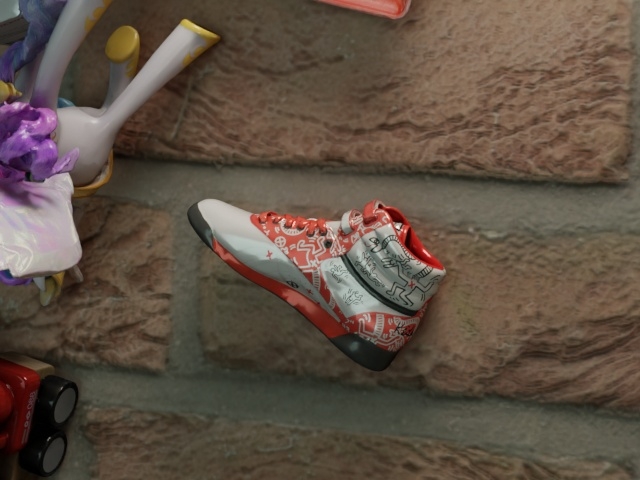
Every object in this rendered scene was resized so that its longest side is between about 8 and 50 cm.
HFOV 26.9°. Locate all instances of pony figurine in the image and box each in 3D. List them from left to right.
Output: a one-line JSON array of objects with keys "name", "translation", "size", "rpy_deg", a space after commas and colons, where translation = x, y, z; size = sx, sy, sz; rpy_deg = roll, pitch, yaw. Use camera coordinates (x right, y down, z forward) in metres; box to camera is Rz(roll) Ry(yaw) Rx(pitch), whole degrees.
[{"name": "pony figurine", "translation": [-0.296, -0.099, 1.370], "size": [0.302, 0.351, 0.363], "rpy_deg": [33, 100, 28]}]

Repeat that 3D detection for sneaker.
[{"name": "sneaker", "translation": [0.001, 0.000, 1.389], "size": [0.270, 0.090, 0.145], "rpy_deg": [37, 105, 11]}]

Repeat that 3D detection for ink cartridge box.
[{"name": "ink cartridge box", "translation": [-0.333, -0.256, 1.472], "size": [0.099, 0.135, 0.056], "rpy_deg": [-14, 88, 21]}]

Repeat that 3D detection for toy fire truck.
[{"name": "toy fire truck", "translation": [-0.377, 0.252, 1.466], "size": [0.158, 0.246, 0.217], "rpy_deg": [18, 100, 20]}]

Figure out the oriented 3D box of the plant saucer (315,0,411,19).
[{"name": "plant saucer", "translation": [0.007, -0.378, 1.380], "size": [0.258, 0.047, 0.259], "rpy_deg": [17, 99, 19]}]
